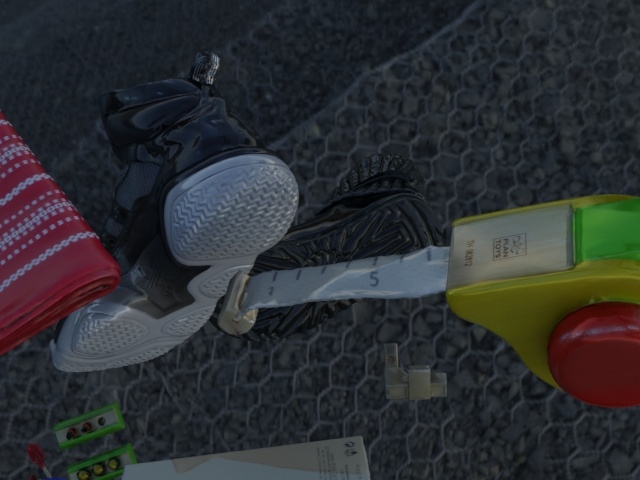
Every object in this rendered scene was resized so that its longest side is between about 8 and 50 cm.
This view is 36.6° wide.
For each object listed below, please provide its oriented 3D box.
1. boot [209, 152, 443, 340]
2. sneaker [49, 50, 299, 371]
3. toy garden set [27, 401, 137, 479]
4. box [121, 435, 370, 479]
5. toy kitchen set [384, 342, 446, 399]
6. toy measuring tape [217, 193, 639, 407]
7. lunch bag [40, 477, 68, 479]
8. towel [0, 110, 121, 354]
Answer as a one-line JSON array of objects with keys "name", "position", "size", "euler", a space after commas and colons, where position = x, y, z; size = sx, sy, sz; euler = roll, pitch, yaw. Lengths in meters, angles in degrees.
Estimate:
[{"name": "boot", "position": [0.002, 0.003, 1.365], "size": [0.347, 0.131, 0.260], "euler": [-20, 20, 2]}, {"name": "sneaker", "position": [-0.128, -0.017, 0.719], "size": [0.101, 0.268, 0.153], "euler": [6, 51, -45]}, {"name": "toy garden set", "position": [-0.376, 0.401, 1.495], "size": [0.203, 0.049, 0.244], "euler": [-21, 83, 10]}, {"name": "box", "position": [-0.089, 0.351, 1.207], "size": [0.311, 0.148, 0.121], "euler": [-5, 23, -1]}, {"name": "toy kitchen set", "position": [0.131, 0.170, 1.339], "size": [0.083, 0.068, 0.075], "euler": [-3, 47, 4]}, {"name": "toy measuring tape", "position": [0.105, 0.045, 0.564], "size": [0.330, 0.121, 0.121], "euler": [-10, 53, 23]}, {"name": "lunch bag", "position": [-0.097, 0.189, 0.398], "size": [0.096, 0.151, 0.129], "euler": [-11, 12, -18]}, {"name": "towel", "position": [-0.272, -0.016, 0.599], "size": [0.199, 0.031, 0.275], "euler": [-33, 60, -20]}]
